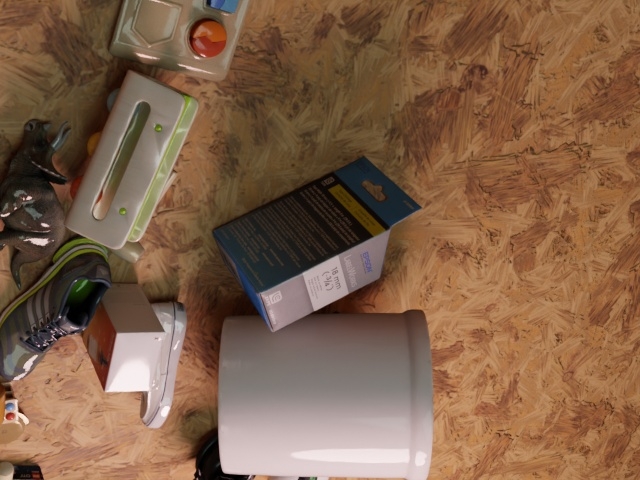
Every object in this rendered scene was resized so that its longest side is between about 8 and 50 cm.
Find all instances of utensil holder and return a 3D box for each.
[{"bbox_3d":[0.007,0.297,1.882,0.385,0.328,0.328,-1,122,0],"label":"utensil holder"}]

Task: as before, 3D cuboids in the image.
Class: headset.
[{"bbox_3d":[-0.188,0.534,2.061,0.394,0.243,0.185,-18,129,7],"label":"headset"}]

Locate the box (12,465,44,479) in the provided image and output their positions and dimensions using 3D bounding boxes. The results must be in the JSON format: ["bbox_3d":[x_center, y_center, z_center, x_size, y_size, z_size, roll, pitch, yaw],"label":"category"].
[{"bbox_3d":[-0.673,0.509,1.890,0.233,0.044,0.159,10,114,-33],"label":"box"}]

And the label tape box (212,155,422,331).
[{"bbox_3d":[0.000,0.000,1.812,0.333,0.240,0.106,-26,128,-12],"label":"label tape box"}]

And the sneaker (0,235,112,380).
[{"bbox_3d":[-0.472,0.134,1.716,0.111,0.121,0.300,30,102,-38],"label":"sneaker"}]

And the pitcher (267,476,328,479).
[{"bbox_3d":[-0.018,0.513,2.213,0.207,0.125,0.178,-54,145,-4],"label":"pitcher"}]

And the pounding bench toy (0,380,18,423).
[{"bbox_3d":[-0.601,0.303,1.788,0.083,0.065,0.052,-8,122,-24],"label":"pounding bench toy"}]

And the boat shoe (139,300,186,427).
[{"bbox_3d":[-0.326,0.241,1.883,0.088,0.096,0.268,5,115,-26],"label":"boat shoe"}]

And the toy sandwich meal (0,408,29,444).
[{"bbox_3d":[-0.597,0.349,1.845,0.085,0.029,0.086,-14,131,-16],"label":"toy sandwich meal"}]

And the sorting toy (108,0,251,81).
[{"bbox_3d":[-0.254,-0.387,1.564,0.307,0.041,0.229,9,114,-33],"label":"sorting toy"}]

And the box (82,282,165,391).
[{"bbox_3d":[-0.359,0.173,1.771,0.091,0.170,0.130,3,117,-30],"label":"box"}]

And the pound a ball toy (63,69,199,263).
[{"bbox_3d":[-0.325,-0.118,1.642,0.135,0.208,0.319,25,97,1],"label":"pound a ball toy"}]

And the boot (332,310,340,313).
[{"bbox_3d":[0.074,0.274,2.129,0.115,0.112,0.305,-35,124,16],"label":"boot"}]

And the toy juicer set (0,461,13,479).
[{"bbox_3d":[-0.673,0.434,1.726,0.329,0.089,0.209,-3,142,-49],"label":"toy juicer set"}]

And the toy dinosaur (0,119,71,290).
[{"bbox_3d":[-0.484,-0.035,1.609,0.160,0.121,0.314,-3,117,-12],"label":"toy dinosaur"}]

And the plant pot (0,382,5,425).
[{"bbox_3d":[-0.633,0.212,1.645,0.205,0.205,0.188,1,103,-29],"label":"plant pot"}]
